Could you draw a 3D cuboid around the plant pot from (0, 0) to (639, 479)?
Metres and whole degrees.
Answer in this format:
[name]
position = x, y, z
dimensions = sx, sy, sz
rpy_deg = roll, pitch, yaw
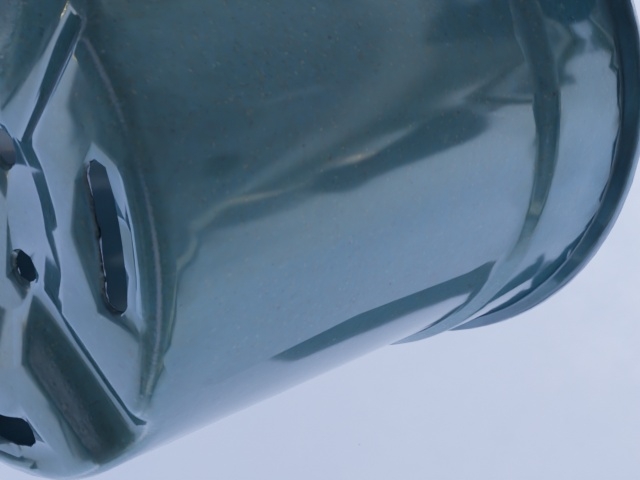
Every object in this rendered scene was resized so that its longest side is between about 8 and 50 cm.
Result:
[plant pot]
position = -0.049, -0.057, 0.514
dimensions = 0.334, 0.341, 0.341
rpy_deg = -23, -107, -48
